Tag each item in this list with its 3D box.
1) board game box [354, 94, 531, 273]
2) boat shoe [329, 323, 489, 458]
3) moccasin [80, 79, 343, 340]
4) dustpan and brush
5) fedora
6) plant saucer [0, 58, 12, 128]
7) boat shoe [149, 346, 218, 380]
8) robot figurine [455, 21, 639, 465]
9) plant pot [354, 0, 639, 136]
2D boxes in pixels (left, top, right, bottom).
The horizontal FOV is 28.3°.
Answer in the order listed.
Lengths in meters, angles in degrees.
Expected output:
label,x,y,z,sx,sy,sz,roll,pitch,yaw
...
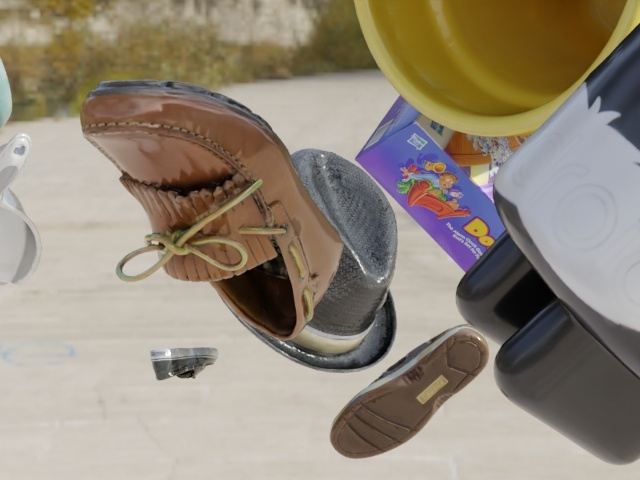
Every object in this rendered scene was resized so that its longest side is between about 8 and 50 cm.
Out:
label,x,y,z,sx,sy,sz,roll,pitch,yaw
board game box,0.202,-0.105,1.088,0.078,0.233,0.347,-30,20,48
boat shoe,0.124,0.206,1.746,0.257,0.095,0.095,-35,11,11
moccasin,-0.093,-0.016,1.101,0.139,0.147,0.380,6,-22,18
dustpan and brush,-0.264,-0.020,0.959,0.147,0.211,0.060,8,43,-33
fedora,0.000,0.000,1.632,0.334,0.152,0.334,23,40,-22
plant saucer,-0.385,-0.186,1.479,0.021,0.119,0.119,-19,17,-24
boat shoe,-0.178,0.161,1.650,0.049,0.040,0.142,-9,-8,25
robot figurine,0.195,-0.025,0.573,0.209,0.278,0.173,49,17,19
plant pot,0.190,-0.204,0.902,0.239,0.254,0.254,-8,12,-44
